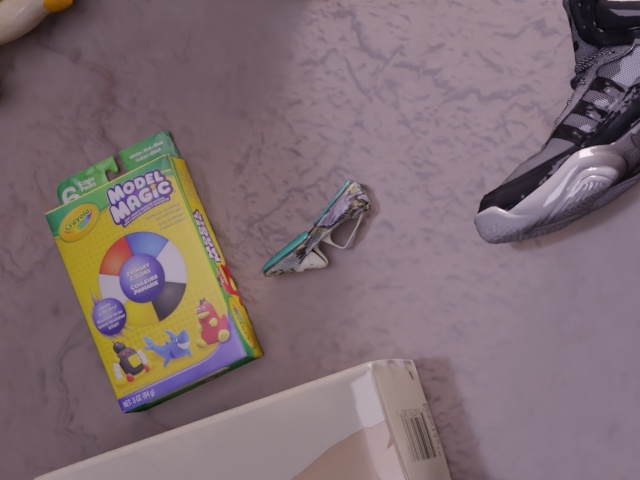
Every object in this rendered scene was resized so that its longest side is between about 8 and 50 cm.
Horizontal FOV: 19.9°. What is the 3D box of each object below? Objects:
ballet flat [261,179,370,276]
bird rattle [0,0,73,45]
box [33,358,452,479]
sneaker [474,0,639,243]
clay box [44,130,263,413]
[{"bbox_3d":[0.000,0.000,1.558,0.114,0.041,0.041,-45,76,11],"label":"ballet flat"},{"bbox_3d":[-0.321,-0.251,1.638,0.207,0.143,0.254,-19,69,15],"label":"bird rattle"},{"bbox_3d":[-0.063,0.203,1.511,0.311,0.148,0.121,-21,82,17],"label":"box"},{"bbox_3d":[0.216,-0.116,1.468,0.268,0.101,0.153,-33,77,7],"label":"sneaker"},{"bbox_3d":[-0.152,0.025,1.595,0.127,0.053,0.222,-26,81,14],"label":"clay box"}]
